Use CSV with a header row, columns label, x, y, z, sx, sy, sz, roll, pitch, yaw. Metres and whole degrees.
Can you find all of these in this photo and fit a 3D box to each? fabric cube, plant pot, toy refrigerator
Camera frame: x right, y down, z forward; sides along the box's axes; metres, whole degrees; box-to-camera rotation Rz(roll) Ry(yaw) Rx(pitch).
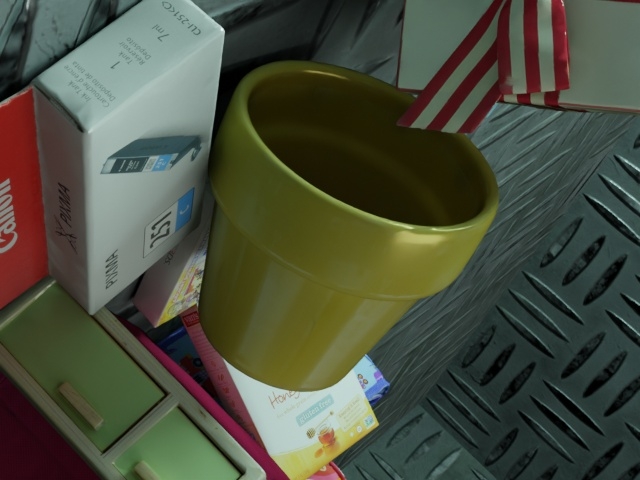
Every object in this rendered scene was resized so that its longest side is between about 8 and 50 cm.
label,x,y,z,sx,sy,sz,roll,pitch,yaw
fabric cube,-0.216,0.251,1.280,0.259,0.258,0.254,-45,167,-4
plant pot,0.000,0.000,1.151,0.254,0.254,0.239,-28,151,-51
toy refrigerator,-0.176,0.152,1.102,0.102,0.269,0.094,-41,165,-17

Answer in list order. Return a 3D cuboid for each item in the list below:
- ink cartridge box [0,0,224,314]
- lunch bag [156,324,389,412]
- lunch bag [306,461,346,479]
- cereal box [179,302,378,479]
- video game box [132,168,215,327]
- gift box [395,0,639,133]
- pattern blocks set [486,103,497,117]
label,x,y,z,sx,sy,sz,roll,pitch,yaw
ink cartridge box,-0.198,-0.026,0.974,0.261,0.066,0.296,-41,164,-26
lunch bag,-0.063,0.172,1.575,0.293,0.221,0.138,-37,163,-32
lunch bag,-0.115,0.303,1.646,0.258,0.293,0.120,-35,157,-38
cereal box,-0.045,0.149,1.451,0.047,0.240,0.173,-20,-172,47
video game box,-0.095,-0.019,1.322,0.187,0.048,0.205,-34,161,-47
gift box,0.188,-0.220,1.110,0.258,0.276,0.255,-9,101,-71
pattern blocks set,0.271,-0.283,1.609,0.325,0.026,0.285,-51,163,18
